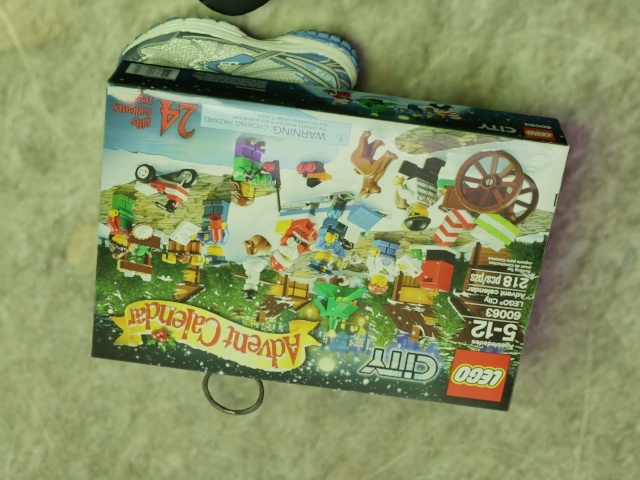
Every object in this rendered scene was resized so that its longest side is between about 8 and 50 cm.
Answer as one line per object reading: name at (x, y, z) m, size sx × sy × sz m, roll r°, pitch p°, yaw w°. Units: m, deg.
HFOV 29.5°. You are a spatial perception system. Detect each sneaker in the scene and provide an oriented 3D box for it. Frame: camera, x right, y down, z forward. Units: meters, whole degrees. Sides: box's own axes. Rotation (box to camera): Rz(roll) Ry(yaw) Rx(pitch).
sneaker at (-0.048, -0.085, 0.666) m, size 0.135 × 0.058 × 0.052 m, roll 1°, pitch 145°, yaw 6°

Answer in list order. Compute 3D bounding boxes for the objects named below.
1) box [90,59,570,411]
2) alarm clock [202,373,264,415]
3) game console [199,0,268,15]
box at (0.000, 0.000, 0.649) m, size 0.233 × 0.044 × 0.159 m, roll 7°, pitch 114°, yaw -1°
alarm clock at (-0.026, 0.032, 0.727) m, size 0.129 × 0.064 × 0.192 m, roll 22°, pitch 118°, yaw -5°
game console at (-0.065, -0.261, 0.534) m, size 0.250 × 0.173 × 0.293 m, roll -40°, pitch 104°, yaw 20°
